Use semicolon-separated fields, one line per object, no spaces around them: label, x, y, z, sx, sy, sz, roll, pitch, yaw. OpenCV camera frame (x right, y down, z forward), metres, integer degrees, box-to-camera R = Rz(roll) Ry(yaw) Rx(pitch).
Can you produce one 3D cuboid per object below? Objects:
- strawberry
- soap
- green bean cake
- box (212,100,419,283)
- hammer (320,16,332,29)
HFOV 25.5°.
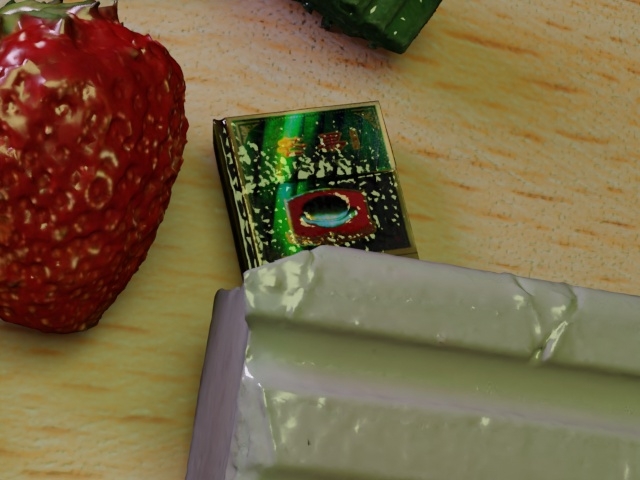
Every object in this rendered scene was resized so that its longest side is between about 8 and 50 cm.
strawberry;-0.223;-0.061;1.156;0.257;0.257;0.277;-13;106;-19
soap;0.113;0.201;1.112;0.435;0.213;0.350;7;80;-15
green bean cake;0.002;-0.272;1.326;0.208;0.193;0.107;35;84;-44
box;0.000;0.000;1.268;0.159;0.071;0.240;-10;73;-15
hammer;0.051;-0.334;1.436;0.058;0.029;0.292;23;67;-3
